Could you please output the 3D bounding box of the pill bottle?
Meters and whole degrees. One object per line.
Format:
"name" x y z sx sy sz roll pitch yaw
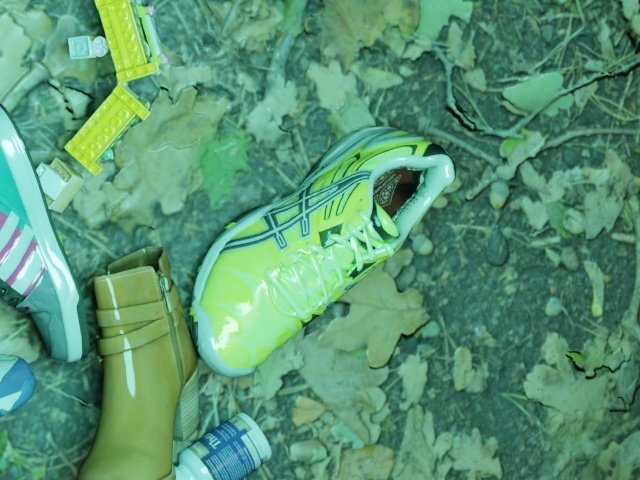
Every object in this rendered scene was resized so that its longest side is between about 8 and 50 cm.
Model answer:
"pill bottle" -0.122 0.257 1.845 0.120 0.067 0.067 -33 109 -21

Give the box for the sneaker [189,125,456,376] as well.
"sneaker" 0.000 0.000 1.822 0.385 0.147 0.145 -49 114 -22

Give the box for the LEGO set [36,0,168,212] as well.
"LEGO set" -0.231 -0.171 1.750 0.132 0.107 0.287 7 97 7

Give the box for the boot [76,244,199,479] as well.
"boot" -0.200 0.141 1.699 0.283 0.109 0.220 -44 130 -63

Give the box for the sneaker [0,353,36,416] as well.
"sneaker" -0.436 0.122 1.645 0.296 0.112 0.131 0 95 -28

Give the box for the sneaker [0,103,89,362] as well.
"sneaker" -0.361 0.023 1.669 0.178 0.124 0.295 -24 113 -17
